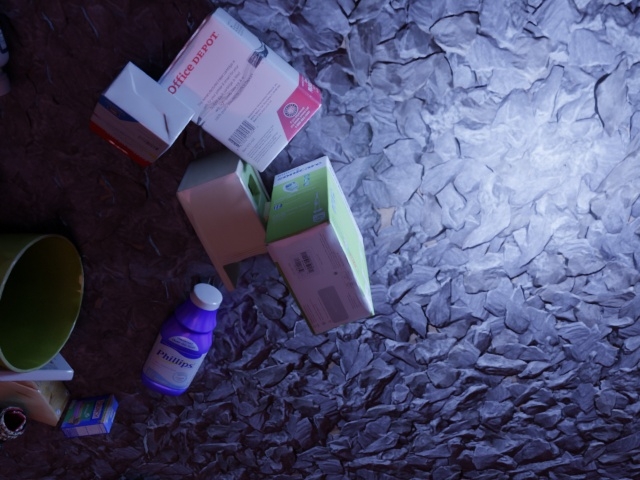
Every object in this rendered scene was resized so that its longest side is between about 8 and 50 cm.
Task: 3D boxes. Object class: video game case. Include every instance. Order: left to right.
[{"bbox_3d":[-0.657,0.236,1.258,0.227,0.206,0.026,11,98,-42],"label":"video game case"}]

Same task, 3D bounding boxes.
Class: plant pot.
[{"bbox_3d":[-0.681,0.099,1.210,0.294,0.274,0.274,9,120,9],"label":"plant pot"}]

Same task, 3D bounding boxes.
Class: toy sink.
[{"bbox_3d":[-0.157,-0.045,1.177,0.131,0.152,0.234,-18,117,9],"label":"toy sink"}]

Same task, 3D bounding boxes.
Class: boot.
[{"bbox_3d":[-0.748,0.448,1.395,0.179,0.085,0.236,-20,161,-2],"label":"boot"}]

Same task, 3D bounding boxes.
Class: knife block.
[{"bbox_3d":[-0.757,0.326,1.418,0.242,0.088,0.275,-14,119,8],"label":"knife block"}]

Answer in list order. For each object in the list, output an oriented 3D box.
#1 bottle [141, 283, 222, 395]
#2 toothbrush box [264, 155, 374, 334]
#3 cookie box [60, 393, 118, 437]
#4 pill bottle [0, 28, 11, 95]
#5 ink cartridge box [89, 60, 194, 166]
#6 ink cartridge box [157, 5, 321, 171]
[{"bbox_3d":[-0.303,0.221,1.359,0.118,0.092,0.282,25,116,-13],"label":"bottle"},{"bbox_3d":[0.000,0.000,1.128,0.122,0.283,0.206,-20,118,11],"label":"toothbrush box"},{"bbox_3d":[-0.557,0.424,1.473,0.107,0.091,0.040,-8,122,3],"label":"cookie box"},{"bbox_3d":[-0.596,-0.338,1.028,0.112,0.112,0.186,-4,119,2],"label":"pill bottle"},{"bbox_3d":[-0.324,-0.212,1.081,0.134,0.231,0.078,37,71,-20],"label":"ink cartridge box"},{"bbox_3d":[-0.143,-0.266,1.080,0.237,0.100,0.172,37,113,-20],"label":"ink cartridge box"}]
